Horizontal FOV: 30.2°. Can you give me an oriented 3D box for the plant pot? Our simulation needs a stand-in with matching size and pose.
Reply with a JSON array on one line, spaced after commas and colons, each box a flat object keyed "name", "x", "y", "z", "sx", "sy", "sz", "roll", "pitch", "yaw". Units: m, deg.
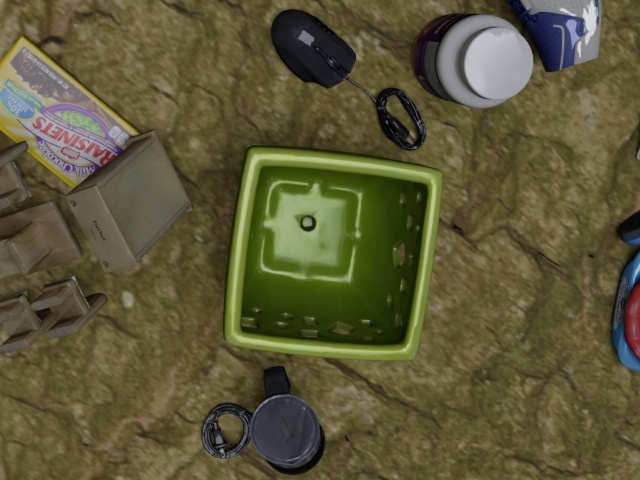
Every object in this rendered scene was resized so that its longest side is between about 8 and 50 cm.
[{"name": "plant pot", "x": 0.000, "y": 0.000, "z": 1.392, "sx": 0.227, "sy": 0.207, "sz": 0.228, "roll": 7, "pitch": 100, "yaw": -10}]

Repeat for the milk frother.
[{"name": "milk frother", "x": -0.075, "y": 0.238, "z": 1.463, "sx": 0.143, "sy": 0.135, "sz": 0.129, "roll": -29, "pitch": 73, "yaw": -6}]

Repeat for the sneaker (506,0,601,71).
[{"name": "sneaker", "x": 0.213, "y": -0.349, "z": 1.411, "sx": 0.182, "sy": 0.127, "sz": 0.315, "roll": -13, "pitch": 96, "yaw": -3}]

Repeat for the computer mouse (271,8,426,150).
[{"name": "computer mouse", "x": 0.039, "y": -0.193, "z": 1.446, "sx": 0.242, "sy": 0.041, "sz": 0.071, "roll": 37, "pitch": 93, "yaw": -15}]

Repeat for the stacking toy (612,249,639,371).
[{"name": "stacking toy", "x": 0.492, "y": 0.120, "z": 1.448, "sx": 0.166, "sy": 0.302, "sz": 0.175, "roll": 6, "pitch": 101, "yaw": -11}]

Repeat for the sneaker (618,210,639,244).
[{"name": "sneaker", "x": 0.493, "y": -0.023, "z": 1.541, "sx": 0.209, "sy": 0.069, "sz": 0.082, "roll": -22, "pitch": 107, "yaw": -5}]

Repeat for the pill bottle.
[{"name": "pill bottle", "x": 0.179, "y": -0.211, "z": 1.386, "sx": 0.108, "sy": 0.193, "sz": 0.108, "roll": -2, "pitch": 101, "yaw": -9}]

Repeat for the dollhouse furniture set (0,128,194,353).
[{"name": "dollhouse furniture set", "x": -0.297, "y": -0.020, "z": 1.379, "sx": 0.242, "sy": 0.161, "sz": 0.212, "roll": -16, "pitch": 109, "yaw": 26}]

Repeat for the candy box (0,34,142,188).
[{"name": "candy box", "x": -0.304, "y": -0.137, "z": 1.407, "sx": 0.206, "sy": 0.027, "sz": 0.105, "roll": 40, "pitch": 97, "yaw": -14}]

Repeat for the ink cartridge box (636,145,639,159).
[{"name": "ink cartridge box", "x": 0.565, "y": -0.222, "z": 1.516, "sx": 0.296, "sy": 0.066, "sz": 0.261, "roll": 2, "pitch": 126, "yaw": -10}]
